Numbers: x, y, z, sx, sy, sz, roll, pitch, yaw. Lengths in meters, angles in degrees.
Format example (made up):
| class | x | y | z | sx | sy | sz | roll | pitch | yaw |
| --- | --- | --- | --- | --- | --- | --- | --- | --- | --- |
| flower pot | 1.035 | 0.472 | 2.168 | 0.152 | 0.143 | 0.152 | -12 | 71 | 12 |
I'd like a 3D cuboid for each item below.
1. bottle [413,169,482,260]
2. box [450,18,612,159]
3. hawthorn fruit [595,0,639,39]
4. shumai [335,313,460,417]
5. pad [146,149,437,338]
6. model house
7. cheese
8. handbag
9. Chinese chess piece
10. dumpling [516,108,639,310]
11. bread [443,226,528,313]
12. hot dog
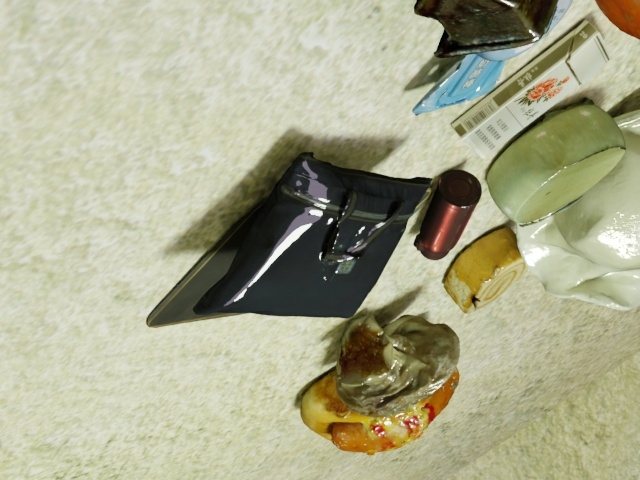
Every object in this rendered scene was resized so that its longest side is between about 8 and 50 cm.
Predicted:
| class | x | y | z | sx | sy | sz | roll | pitch | yaw |
| --- | --- | --- | --- | --- | --- | --- | --- | --- | --- |
| bottle | 0.160 | -0.027 | 1.830 | 0.060 | 0.060 | 0.164 | -27 | 160 | -21 |
| box | 0.249 | -0.174 | 1.670 | 0.198 | 0.029 | 0.109 | -38 | 161 | 10 |
| hawthorn fruit | 0.329 | -0.286 | 1.262 | 0.231 | 0.263 | 0.235 | 0 | -115 | 62 |
| shumai | 0.089 | 0.169 | 2.085 | 0.209 | 0.161 | 0.153 | -12 | 147 | 40 |
| pad | 0.007 | 0.018 | 1.675 | 0.315 | 0.063 | 0.375 | -46 | 158 | 29 |
| model house | 0.149 | -0.253 | 1.244 | 0.152 | 0.106 | 0.165 | 36 | 72 | -58 |
| cheese | 0.185 | -0.214 | 1.435 | 0.135 | 0.052 | 0.244 | -17 | 155 | -36 |
| handbag | 0.000 | 0.000 | 1.533 | 0.254 | 0.088 | 0.211 | 5 | 125 | -53 |
| Chinese chess piece | 0.308 | -0.101 | 1.870 | 0.188 | 0.083 | 0.188 | -30 | 163 | -10 |
| dumpling | 0.400 | -0.060 | 2.036 | 0.243 | 0.187 | 0.318 | 2 | 117 | 0 |
| bread | 0.255 | 0.047 | 2.136 | 0.122 | 0.073 | 0.149 | -29 | 160 | -22 |
| hot dog | 0.105 | 0.250 | 2.244 | 0.257 | 0.153 | 0.150 | -31 | 160 | -12 |
